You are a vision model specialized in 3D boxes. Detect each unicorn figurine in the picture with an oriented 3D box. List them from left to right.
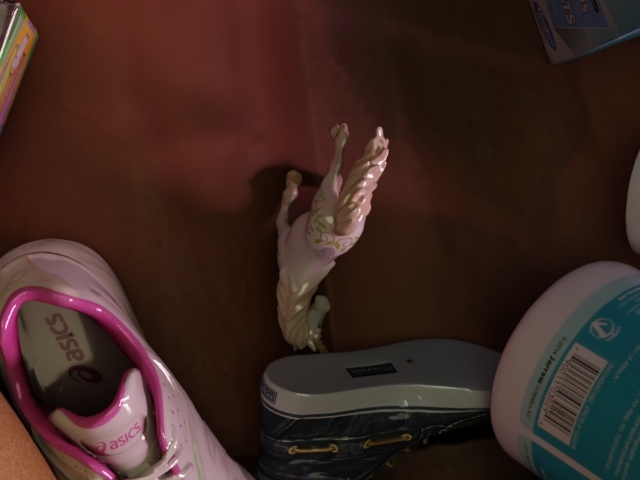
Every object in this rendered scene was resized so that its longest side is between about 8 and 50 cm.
[{"bbox_3d":[0.000,0.000,0.838,0.060,0.162,0.111,9,62,-2],"label":"unicorn figurine"}]

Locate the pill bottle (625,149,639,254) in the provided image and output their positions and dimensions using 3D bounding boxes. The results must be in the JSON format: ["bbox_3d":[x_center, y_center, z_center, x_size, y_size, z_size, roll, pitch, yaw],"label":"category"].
[{"bbox_3d":[0.302,-0.014,0.819,0.208,0.117,0.117,12,89,31],"label":"pill bottle"}]

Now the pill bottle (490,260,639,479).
[{"bbox_3d":[0.237,0.126,0.772,0.146,0.264,0.146,-24,130,-32],"label":"pill bottle"}]

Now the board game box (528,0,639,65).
[{"bbox_3d":[0.164,-0.245,0.731,0.079,0.336,0.253,-21,93,-6],"label":"board game box"}]

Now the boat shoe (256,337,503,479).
[{"bbox_3d":[0.045,0.116,0.864,0.183,0.065,0.083,-1,117,-18],"label":"boat shoe"}]

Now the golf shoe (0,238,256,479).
[{"bbox_3d":[-0.111,0.140,0.803,0.115,0.140,0.306,-36,96,-7],"label":"golf shoe"}]

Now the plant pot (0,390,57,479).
[{"bbox_3d":[-0.221,0.193,0.722,0.237,0.237,0.254,-45,86,-4],"label":"plant pot"}]

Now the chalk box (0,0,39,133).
[{"bbox_3d":[-0.269,-0.058,0.787,0.132,0.132,0.213,22,89,-7],"label":"chalk box"}]
